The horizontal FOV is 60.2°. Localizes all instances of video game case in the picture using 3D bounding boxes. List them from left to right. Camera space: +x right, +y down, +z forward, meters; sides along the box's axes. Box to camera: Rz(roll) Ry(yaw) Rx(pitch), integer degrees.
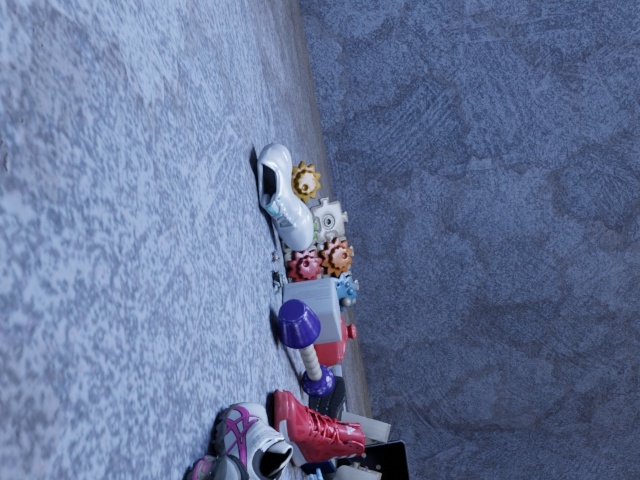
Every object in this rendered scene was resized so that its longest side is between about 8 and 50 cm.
[{"bbox_3d":[0.070,0.517,1.719,0.212,0.023,0.193,79,5,-56],"label":"video game case"}]

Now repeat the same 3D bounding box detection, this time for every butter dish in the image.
[{"bbox_3d":[0.024,0.217,1.276,0.160,0.118,0.160,-78,159,-76],"label":"butter dish"}]

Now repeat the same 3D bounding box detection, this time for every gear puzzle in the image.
[{"bbox_3d":[0.000,0.000,1.159,0.044,0.175,0.339,8,-69,57],"label":"gear puzzle"}]

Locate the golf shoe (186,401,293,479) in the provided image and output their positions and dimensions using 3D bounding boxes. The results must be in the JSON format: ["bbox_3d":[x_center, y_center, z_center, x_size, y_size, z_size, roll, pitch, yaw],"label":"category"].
[{"bbox_3d":[-0.065,0.212,0.540,0.186,0.085,0.068,-72,152,-81],"label":"golf shoe"}]

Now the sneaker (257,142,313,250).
[{"bbox_3d":[-0.075,-0.063,1.003,0.094,0.080,0.212,-65,140,-59],"label":"sneaker"}]

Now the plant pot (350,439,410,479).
[{"bbox_3d":[0.142,0.666,1.565,0.167,0.188,0.188,120,-37,-76],"label":"plant pot"}]

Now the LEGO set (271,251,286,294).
[{"bbox_3d":[-0.073,0.059,1.003,0.054,0.023,0.083,61,21,-74],"label":"LEGO set"}]

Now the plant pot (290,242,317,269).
[{"bbox_3d":[-0.025,0.039,1.227,0.081,0.083,0.082,-71,151,-78],"label":"plant pot"}]

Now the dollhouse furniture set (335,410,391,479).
[{"bbox_3d":[0.062,0.538,1.310,0.212,0.160,0.242,67,37,-68],"label":"dollhouse furniture set"}]

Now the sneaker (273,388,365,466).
[{"bbox_3d":[0.002,0.289,0.876,0.221,0.128,0.087,76,7,-54],"label":"sneaker"}]

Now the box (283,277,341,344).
[{"bbox_3d":[-0.015,0.140,1.074,0.087,0.101,0.102,-92,172,-46],"label":"box"}]

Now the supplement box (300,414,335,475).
[{"bbox_3d":[-0.007,0.378,1.018,0.083,0.056,0.083,74,9,-53],"label":"supplement box"}]

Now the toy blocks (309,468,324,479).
[{"bbox_3d":[0.004,0.492,0.969,0.123,0.054,0.148,-87,168,-66],"label":"toy blocks"}]

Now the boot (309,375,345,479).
[{"bbox_3d":[0.015,0.407,1.199,0.198,0.076,0.137,-68,157,-53],"label":"boot"}]

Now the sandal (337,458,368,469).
[{"bbox_3d":[0.112,0.621,1.436,0.040,0.179,0.067,-9,119,-48],"label":"sandal"}]

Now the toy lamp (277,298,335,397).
[{"bbox_3d":[-0.024,0.201,1.014,0.275,0.080,0.080,74,10,-49],"label":"toy lamp"}]
